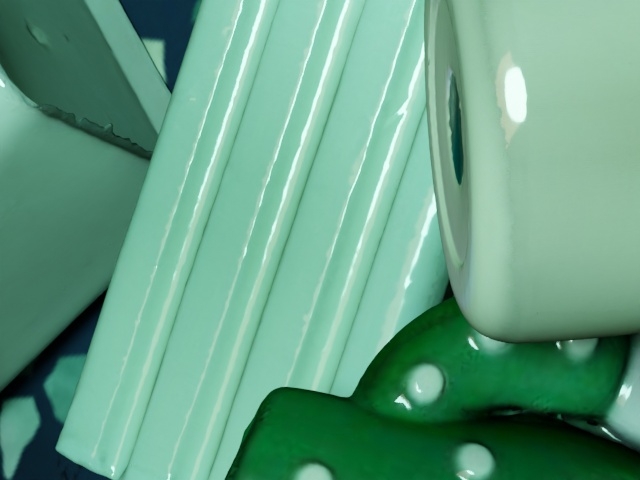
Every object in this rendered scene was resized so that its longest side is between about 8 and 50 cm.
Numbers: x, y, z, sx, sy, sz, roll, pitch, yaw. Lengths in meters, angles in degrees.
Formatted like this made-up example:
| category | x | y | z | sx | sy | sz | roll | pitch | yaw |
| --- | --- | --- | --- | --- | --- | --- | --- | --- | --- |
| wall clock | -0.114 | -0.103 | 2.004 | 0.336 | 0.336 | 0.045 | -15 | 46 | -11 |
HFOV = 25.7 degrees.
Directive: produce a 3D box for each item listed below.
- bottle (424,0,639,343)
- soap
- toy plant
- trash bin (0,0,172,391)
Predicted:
| category | x | y | z | sx | sy | sz | roll | pitch | yaw |
| --- | --- | --- | --- | --- | --- | --- | --- | --- | --- |
| bottle | 0.159 | -0.048 | 0.472 | 0.236 | 0.147 | 0.147 | -6 | 79 | -1 |
| soap | 0.000 | 0.000 | 0.622 | 0.160 | 0.087 | 0.265 | 21 | 94 | 32 |
| toy plant | 0.077 | 0.134 | 0.506 | 0.232 | 0.112 | 0.243 | -39 | 82 | -13 |
| trash bin | -0.249 | 0.013 | 0.706 | 0.368 | 0.256 | 0.296 | -37 | 64 | 15 |
